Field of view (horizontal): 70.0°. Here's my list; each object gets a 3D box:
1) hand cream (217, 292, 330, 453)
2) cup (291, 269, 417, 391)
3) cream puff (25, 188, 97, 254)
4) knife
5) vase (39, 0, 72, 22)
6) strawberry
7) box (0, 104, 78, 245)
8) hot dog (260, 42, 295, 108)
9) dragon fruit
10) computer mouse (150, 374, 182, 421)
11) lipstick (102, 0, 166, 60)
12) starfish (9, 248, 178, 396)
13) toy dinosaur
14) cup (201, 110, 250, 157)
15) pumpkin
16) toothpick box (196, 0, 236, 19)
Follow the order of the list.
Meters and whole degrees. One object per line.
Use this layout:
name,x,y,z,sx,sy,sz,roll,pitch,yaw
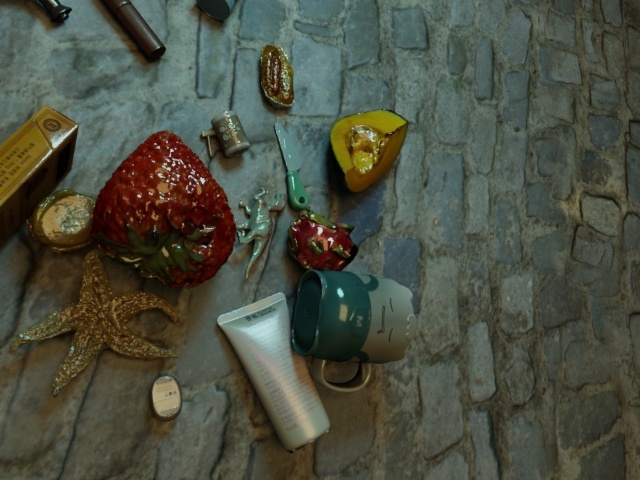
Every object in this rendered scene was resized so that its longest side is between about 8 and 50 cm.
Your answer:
hand cream,-0.099,0.315,1.094,0.185,0.118,0.359,-19,76,-27
cup,0.067,0.219,1.114,0.257,0.219,0.290,12,84,-33
cream puff,-0.528,-0.040,0.958,0.144,0.103,0.126,-41,111,-28
knife,-0.077,-0.209,1.266,0.063,0.034,0.261,-6,77,-31
vase,-0.649,-0.583,1.032,0.120,0.120,0.183,-52,120,-26
strawberry,-0.327,-0.077,1.006,0.312,0.267,0.351,47,25,-45
box,-0.584,-0.110,0.875,0.076,0.174,0.274,34,53,-16
hot dog,-0.122,-0.465,1.289,0.099,0.053,0.192,-2,81,-31
dragon fruit,0.000,0.000,1.185,0.172,0.160,0.167,40,87,-13
computer mouse,-0.338,0.344,0.998,0.065,0.039,0.096,-6,73,-28
lipstick,-0.516,-0.606,1.125,0.057,0.057,0.357,-40,97,-28
starfish,-0.464,0.185,0.960,0.302,0.060,0.299,-36,101,-34
toy dinosaur,-0.154,-0.021,1.164,0.167,0.053,0.242,4,67,-33
cup,-0.242,-0.266,1.169,0.102,0.074,0.099,-24,90,-29
pumpkin,0.106,-0.256,1.334,0.169,0.148,0.312,30,53,28
toothpick box,-0.262,-0.696,1.246,0.101,0.101,0.153,27,67,-19
